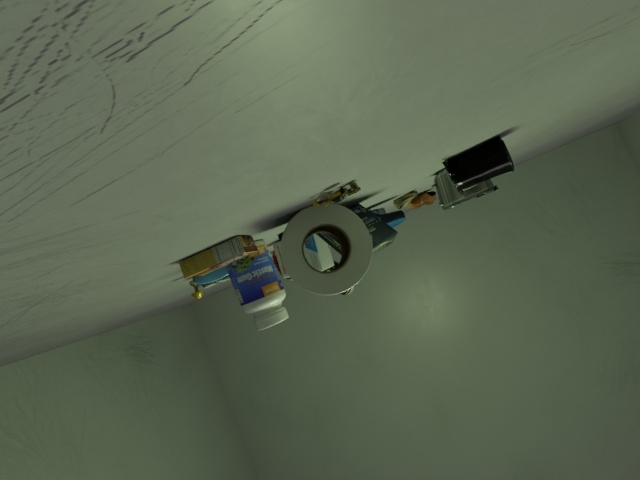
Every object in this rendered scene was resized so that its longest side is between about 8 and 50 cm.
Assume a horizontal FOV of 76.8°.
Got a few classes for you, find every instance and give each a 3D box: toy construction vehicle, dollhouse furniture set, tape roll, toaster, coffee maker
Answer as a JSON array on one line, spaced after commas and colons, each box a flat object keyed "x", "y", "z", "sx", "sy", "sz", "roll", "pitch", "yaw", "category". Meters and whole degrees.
[{"x": 0.038, "y": -0.111, "z": 0.968, "sx": 0.098, "sy": 0.035, "sz": 0.086, "roll": -21, "pitch": -172, "yaw": 27, "category": "toy construction vehicle"}, {"x": -0.370, "y": 0.195, "z": 1.625, "sx": 0.303, "sy": 0.198, "sz": 0.286, "roll": -20, "pitch": 176, "yaw": -25, "category": "dollhouse furniture set"}, {"x": 0.011, "y": 0.029, "z": 1.134, "sx": 0.246, "sy": 0.246, "sz": 0.169, "roll": -22, "pitch": 176, "yaw": -7, "category": "tape roll"}, {"x": 0.534, "y": -0.215, "z": 1.502, "sx": 0.227, "sy": 0.146, "sz": 0.129, "roll": -22, "pitch": 177, "yaw": 6, "category": "toaster"}, {"x": 0.494, "y": -0.231, "z": 1.253, "sx": 0.178, "sy": 0.120, "sz": 0.171, "roll": -25, "pitch": 175, "yaw": 26, "category": "coffee maker"}]

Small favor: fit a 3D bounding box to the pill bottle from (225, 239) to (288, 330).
[{"x": -0.206, "y": 0.149, "z": 1.336, "sx": 0.152, "sy": 0.272, "sz": 0.152, "roll": -23, "pitch": 176, "yaw": -2, "category": "pill bottle"}]

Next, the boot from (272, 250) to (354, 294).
[{"x": -0.037, "y": 0.146, "z": 1.972, "sx": 0.284, "sy": 0.377, "sz": 0.138, "roll": -8, "pitch": 138, "yaw": -54, "category": "boot"}]

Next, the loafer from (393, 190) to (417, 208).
[{"x": 0.398, "y": -0.186, "z": 1.864, "sx": 0.056, "sy": 0.050, "sz": 0.148, "roll": -21, "pitch": 176, "yaw": -31, "category": "loafer"}]

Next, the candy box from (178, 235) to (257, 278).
[{"x": -0.279, "y": 0.044, "z": 1.118, "sx": 0.187, "sy": 0.053, "sz": 0.109, "roll": -22, "pitch": 176, "yaw": 8, "category": "candy box"}]

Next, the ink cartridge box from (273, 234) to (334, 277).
[{"x": -0.067, "y": 0.053, "z": 1.551, "sx": 0.203, "sy": 0.148, "sz": 0.086, "roll": -13, "pitch": -175, "yaw": 37, "category": "ink cartridge box"}]

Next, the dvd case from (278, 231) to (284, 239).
[{"x": -0.012, "y": -0.061, "z": 1.443, "sx": 0.180, "sy": 0.022, "sz": 0.253, "roll": -24, "pitch": 176, "yaw": 34, "category": "dvd case"}]

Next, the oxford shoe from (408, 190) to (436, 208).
[{"x": 0.517, "y": -0.221, "z": 2.100, "sx": 0.212, "sy": 0.076, "sz": 0.076, "roll": -18, "pitch": 144, "yaw": -32, "category": "oxford shoe"}]

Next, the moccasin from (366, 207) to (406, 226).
[{"x": 0.196, "y": -0.079, "z": 1.770, "sx": 0.342, "sy": 0.116, "sz": 0.138, "roll": -18, "pitch": 165, "yaw": 9, "category": "moccasin"}]

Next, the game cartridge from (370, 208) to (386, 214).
[{"x": 0.234, "y": -0.104, "z": 2.075, "sx": 0.198, "sy": 0.062, "sz": 0.297, "roll": -20, "pitch": 178, "yaw": 24, "category": "game cartridge"}]

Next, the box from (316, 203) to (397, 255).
[{"x": 0.123, "y": -0.027, "z": 1.353, "sx": 0.233, "sy": 0.183, "sz": 0.059, "roll": -26, "pitch": 148, "yaw": -44, "category": "box"}]
